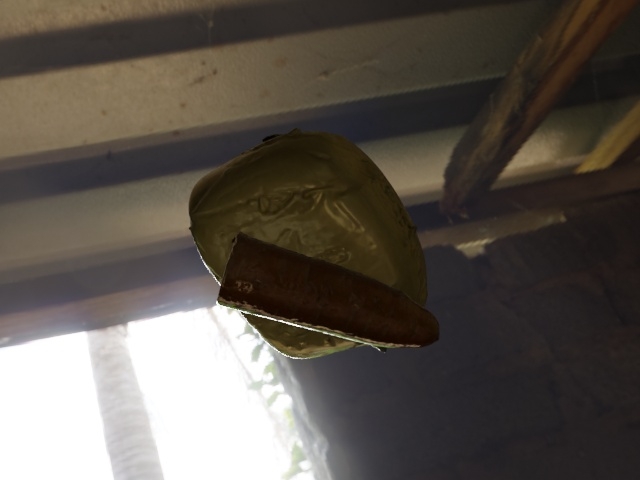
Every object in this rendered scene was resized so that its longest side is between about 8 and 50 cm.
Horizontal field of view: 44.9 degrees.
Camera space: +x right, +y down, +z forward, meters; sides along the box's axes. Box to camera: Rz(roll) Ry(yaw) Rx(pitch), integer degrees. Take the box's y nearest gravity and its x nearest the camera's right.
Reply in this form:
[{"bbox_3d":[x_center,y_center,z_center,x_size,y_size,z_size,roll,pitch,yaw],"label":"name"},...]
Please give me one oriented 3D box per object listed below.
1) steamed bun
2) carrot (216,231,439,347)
[{"bbox_3d":[0.000,0.000,0.898,0.232,0.166,0.273,-28,-73,28],"label":"steamed bun"},{"bbox_3d":[0.007,0.037,0.474,0.139,0.048,0.048,18,-47,-9],"label":"carrot"}]
